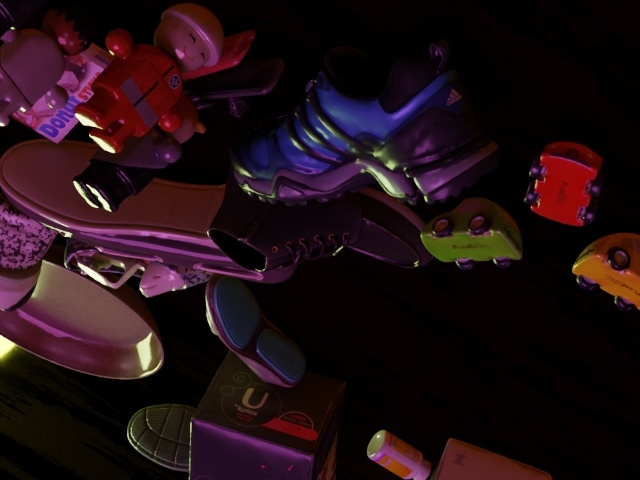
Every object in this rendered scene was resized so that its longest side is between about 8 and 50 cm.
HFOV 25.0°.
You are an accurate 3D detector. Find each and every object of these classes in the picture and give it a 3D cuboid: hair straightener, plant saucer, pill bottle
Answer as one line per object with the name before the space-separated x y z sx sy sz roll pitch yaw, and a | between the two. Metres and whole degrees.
hair straightener | -0.112 -0.133 1.343 0.230 0.047 0.089 -12 137 46
plant saucer | -0.338 0.079 1.864 0.310 0.050 0.310 17 152 9
pill bottle | 0.106 0.288 1.915 0.083 0.043 0.043 34 150 -19

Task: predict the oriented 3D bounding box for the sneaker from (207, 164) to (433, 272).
sneaker | 0.000 0.000 1.418 0.222 0.118 0.083 25 151 -6

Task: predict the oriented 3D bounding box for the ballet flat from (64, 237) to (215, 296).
ballet flat | -0.212 0.033 1.680 0.188 0.070 0.070 13 150 16

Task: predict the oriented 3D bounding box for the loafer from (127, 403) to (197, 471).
loafer | -0.147 0.300 2.069 0.267 0.096 0.084 7 154 23

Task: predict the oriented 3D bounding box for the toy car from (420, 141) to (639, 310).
toy car | 0.195 -0.015 1.326 0.225 0.053 0.239 -2 142 38

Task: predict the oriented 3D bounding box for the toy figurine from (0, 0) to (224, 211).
toy figurine | -0.193 -0.153 1.234 0.213 0.148 0.209 37 157 9

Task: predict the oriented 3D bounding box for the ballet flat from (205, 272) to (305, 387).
ballet flat | -0.094 0.109 1.723 0.068 0.072 0.213 4 147 38

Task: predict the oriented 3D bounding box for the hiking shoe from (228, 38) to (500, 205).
hiking shoe | 0.025 -0.108 1.265 0.304 0.113 0.132 0 115 46

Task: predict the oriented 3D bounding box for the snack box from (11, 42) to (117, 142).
snack box | -0.256 -0.151 1.439 0.064 0.022 0.178 30 150 -17

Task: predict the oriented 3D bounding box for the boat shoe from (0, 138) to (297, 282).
boat shoe | -0.179 -0.020 1.519 0.335 0.112 0.095 13 146 10

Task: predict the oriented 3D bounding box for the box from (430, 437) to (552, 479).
box | 0.197 0.393 1.949 0.148 0.121 0.311 20 152 6

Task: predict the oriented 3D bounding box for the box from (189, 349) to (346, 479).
box | -0.072 0.299 1.872 0.165 0.143 0.270 15 130 12

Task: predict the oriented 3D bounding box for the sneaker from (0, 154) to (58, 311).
sneaker | -0.440 -0.105 1.583 0.410 0.158 0.182 36 118 -21
